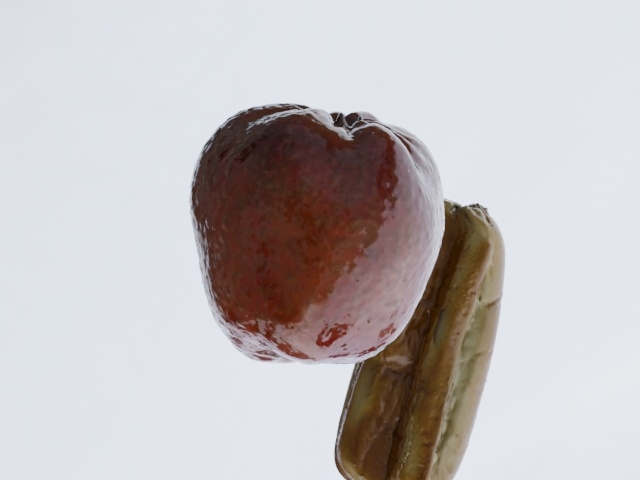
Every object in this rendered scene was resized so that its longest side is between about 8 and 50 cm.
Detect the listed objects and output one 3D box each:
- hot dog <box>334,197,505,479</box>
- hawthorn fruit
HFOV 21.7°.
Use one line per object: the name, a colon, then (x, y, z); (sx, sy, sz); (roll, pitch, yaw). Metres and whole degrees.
hot dog: (0.077, 0.090, 1.243); (0.102, 0.076, 0.249); (17, -82, 24)
hawthorn fruit: (0.000, 0.000, 0.857); (0.133, 0.133, 0.138); (18, -81, 51)
